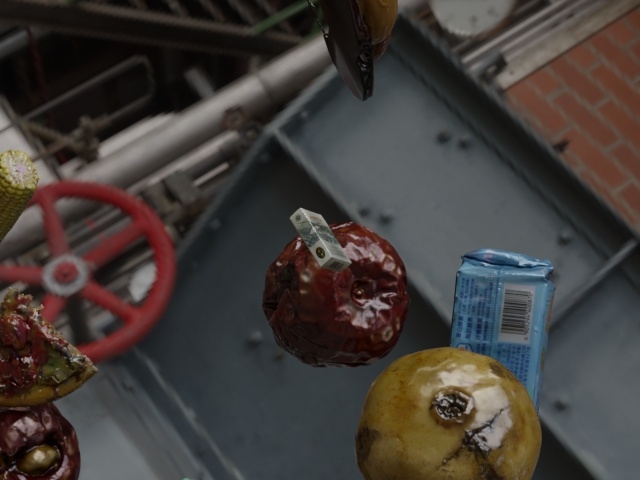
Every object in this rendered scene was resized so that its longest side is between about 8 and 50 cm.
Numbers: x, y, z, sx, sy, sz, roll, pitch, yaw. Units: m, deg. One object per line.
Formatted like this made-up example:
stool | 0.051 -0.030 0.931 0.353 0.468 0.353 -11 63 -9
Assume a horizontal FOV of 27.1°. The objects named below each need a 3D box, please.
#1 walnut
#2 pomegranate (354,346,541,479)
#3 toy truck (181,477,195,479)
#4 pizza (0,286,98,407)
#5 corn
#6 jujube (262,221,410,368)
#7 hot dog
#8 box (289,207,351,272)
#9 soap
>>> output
walnut | -0.530 0.359 2.181 0.269 0.243 0.222 -14 -105 55
pomegranate | 0.175 0.273 1.838 0.260 0.260 0.260 46 -23 27
toy truck | -0.283 0.518 2.182 0.156 0.279 0.155 33 -25 51
pizza | -0.469 0.173 2.073 0.053 0.201 0.193 -97 167 -76
corn | -0.494 -0.034 1.963 0.081 0.081 0.248 53 -54 11
jujube | 0.026 0.079 1.916 0.213 0.213 0.232 61 -22 -9
hot dog | 0.055 -0.395 2.054 0.194 0.107 0.326 54 -17 38
box | 0.000 0.000 1.699 0.054 0.024 0.083 15 37 -57
soap | 0.277 0.160 2.077 0.156 0.293 0.077 7 -6 15
